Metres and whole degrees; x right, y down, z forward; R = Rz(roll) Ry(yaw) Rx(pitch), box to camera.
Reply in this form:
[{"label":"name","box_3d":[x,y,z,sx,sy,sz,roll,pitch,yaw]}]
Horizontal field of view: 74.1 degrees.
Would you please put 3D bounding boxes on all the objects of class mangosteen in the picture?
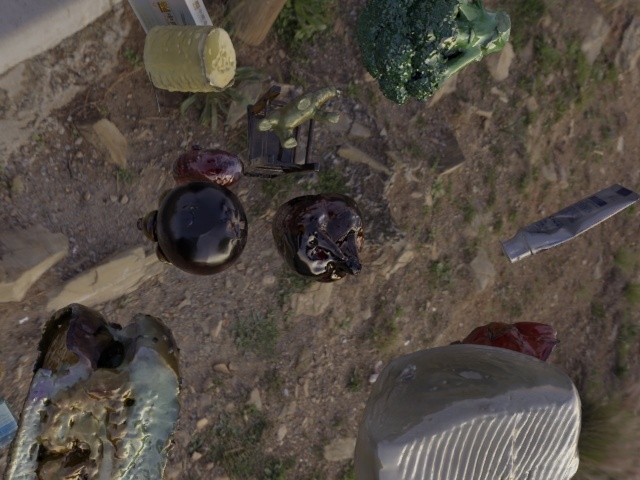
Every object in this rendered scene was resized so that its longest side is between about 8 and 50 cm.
[{"label":"mangosteen","box_3d":[-0.261,-0.024,0.860,0.194,0.231,0.193,-2,90,-70]}]

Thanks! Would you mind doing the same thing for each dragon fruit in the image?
[{"label":"dragon fruit","box_3d":[0.443,0.356,1.130,0.228,0.285,0.329,30,48,20]}]

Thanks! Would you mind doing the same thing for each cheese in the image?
[{"label":"cheese","box_3d":[-0.253,-0.351,0.821,0.094,0.167,0.123,-29,127,-55]}]

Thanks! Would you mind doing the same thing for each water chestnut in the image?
[{"label":"water chestnut","box_3d":[0.000,0.000,1.189,0.289,0.289,0.244,24,41,-21]}]

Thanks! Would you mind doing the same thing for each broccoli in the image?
[{"label":"broccoli","box_3d":[0.199,-0.384,0.762,0.271,0.270,0.269,0,81,-4]}]

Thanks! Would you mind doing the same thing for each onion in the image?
[{"label":"onion","box_3d":[-0.312,-0.188,1.133,0.206,0.098,0.151,-7,67,10]}]

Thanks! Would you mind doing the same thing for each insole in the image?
[{"label":"insole","box_3d":[-0.243,-0.215,0.622,0.002,0.152,0.053,-13,122,-17]}]

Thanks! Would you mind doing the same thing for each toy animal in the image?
[{"label":"toy animal","box_3d":[-0.047,-0.316,1.040,0.219,0.101,0.103,-28,128,11]}]

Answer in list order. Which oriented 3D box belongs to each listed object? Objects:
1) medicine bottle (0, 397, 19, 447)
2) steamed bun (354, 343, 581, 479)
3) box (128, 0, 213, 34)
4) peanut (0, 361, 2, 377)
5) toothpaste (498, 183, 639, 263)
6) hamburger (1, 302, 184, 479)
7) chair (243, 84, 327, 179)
[{"label":"medicine bottle","box_3d":[-1.044,0.559,1.359,0.090,0.054,0.208,-28,98,-15]},{"label":"steamed bun","box_3d":[0.221,0.316,0.723,0.384,0.236,0.246,-10,106,-16]},{"label":"box","box_3d":[-0.453,-0.686,1.291,0.067,0.243,0.155,-60,147,-28]},{"label":"peanut","box_3d":[-0.626,0.188,0.656,0.236,0.120,0.110,30,72,-52]},{"label":"toothpaste","box_3d":[0.515,-0.036,0.895,0.266,0.096,0.061,-31,109,16]},{"label":"hamburger","box_3d":[-0.333,0.244,0.629,0.195,0.277,0.317,13,101,-27]},{"label":"chair","box_3d":[-0.164,-0.354,1.488,0.203,0.416,0.240,2,93,-28]}]
